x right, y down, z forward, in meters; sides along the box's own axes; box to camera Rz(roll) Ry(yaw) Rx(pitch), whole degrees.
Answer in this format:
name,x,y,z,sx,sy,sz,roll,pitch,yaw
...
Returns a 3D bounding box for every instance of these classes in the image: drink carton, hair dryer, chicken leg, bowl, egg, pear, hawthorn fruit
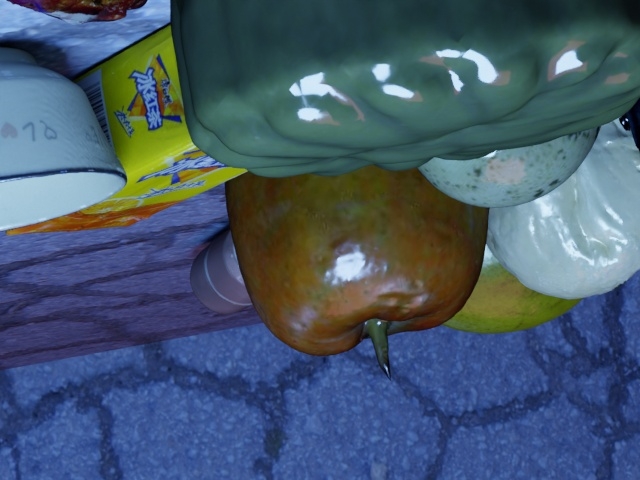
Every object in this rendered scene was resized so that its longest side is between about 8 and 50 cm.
name,x,y,z,sx,sy,sz,roll,pitch,yaw
drink carton,-0.137,-0.103,1.744,0.154,0.111,0.351,-5,168,-42
hair dryer,0.000,0.000,2.738,0.344,0.107,0.189,-18,173,-23
chicken leg,-0.196,-0.180,1.366,0.093,0.053,0.205,0,174,29
bowl,-0.285,-0.081,1.615,0.237,0.126,0.238,-11,171,-2
egg,0.172,-0.123,1.805,0.177,0.177,0.228,-19,-176,40
pear,0.198,-0.012,2.373,0.307,0.253,0.253,3,167,-17
hawthorn fruit,0.036,-0.008,1.948,0.267,0.301,0.268,-4,158,-2

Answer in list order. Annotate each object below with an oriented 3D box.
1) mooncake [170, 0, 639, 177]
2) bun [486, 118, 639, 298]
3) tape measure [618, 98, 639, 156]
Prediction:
name,x,y,z,sx,sy,sz,roll,pitch,yaw
mooncake,0.072,-0.156,1.389,0.356,0.194,0.356,-12,170,-2
bun,0.242,-0.071,2.020,0.160,0.259,0.259,21,155,-29
tape measure,0.345,-0.168,1.719,0.199,0.186,0.112,-18,175,16
